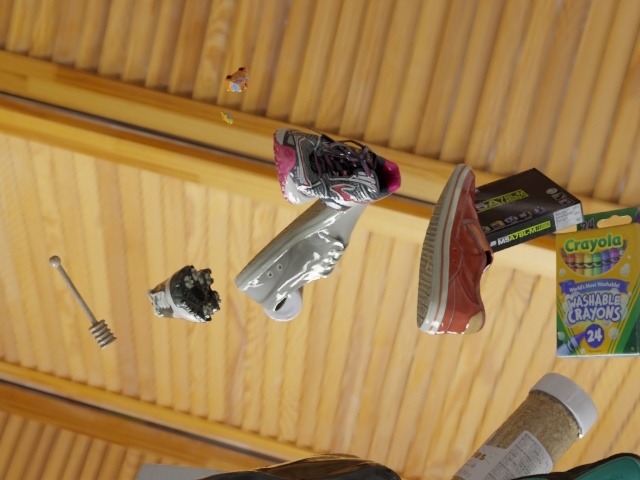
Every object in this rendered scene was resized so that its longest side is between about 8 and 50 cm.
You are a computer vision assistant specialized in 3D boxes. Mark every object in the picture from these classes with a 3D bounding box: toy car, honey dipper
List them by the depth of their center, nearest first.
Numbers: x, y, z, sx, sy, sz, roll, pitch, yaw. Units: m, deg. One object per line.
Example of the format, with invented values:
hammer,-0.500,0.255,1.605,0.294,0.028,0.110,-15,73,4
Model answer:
honey dipper,-0.368,0.092,1.554,0.030,0.161,0.030,-31,-173,4
toy car,-0.169,-0.298,2.106,0.060,0.040,0.122,-25,142,-32

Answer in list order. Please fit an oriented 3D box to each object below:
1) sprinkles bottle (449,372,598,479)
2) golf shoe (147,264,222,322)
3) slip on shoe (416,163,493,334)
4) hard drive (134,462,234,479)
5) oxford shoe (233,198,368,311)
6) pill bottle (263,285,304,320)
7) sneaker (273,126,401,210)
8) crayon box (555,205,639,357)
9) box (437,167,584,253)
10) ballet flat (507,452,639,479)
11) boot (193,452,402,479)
sprinkles bottle,0.323,0.384,1.735,0.355,0.121,0.121,-42,160,-22
golf shoe,-0.256,0.110,1.841,0.273,0.120,0.105,61,13,-86
slip on shoe,0.217,0.015,1.583,0.123,0.101,0.331,109,-6,-48
hard drive,-0.206,0.496,1.874,0.203,0.307,0.040,-71,163,-65
oxford shoe,0.000,0.000,2.038,0.449,0.130,0.169,-41,-175,35
pill bottle,-0.085,0.113,2.385,0.169,0.094,0.094,-86,-172,-69
sneaker,0.022,-0.118,1.584,0.299,0.112,0.121,4,77,-61
crayon box,0.604,0.086,2.151,0.203,0.083,0.323,-10,-107,49
box,0.318,-0.051,1.715,0.184,0.190,0.045,-120,-167,-62
ballet flat,0.396,0.409,1.607,0.096,0.280,0.095,29,46,-56
boot,-0.055,0.330,1.295,0.115,0.305,0.112,-160,-112,-71
